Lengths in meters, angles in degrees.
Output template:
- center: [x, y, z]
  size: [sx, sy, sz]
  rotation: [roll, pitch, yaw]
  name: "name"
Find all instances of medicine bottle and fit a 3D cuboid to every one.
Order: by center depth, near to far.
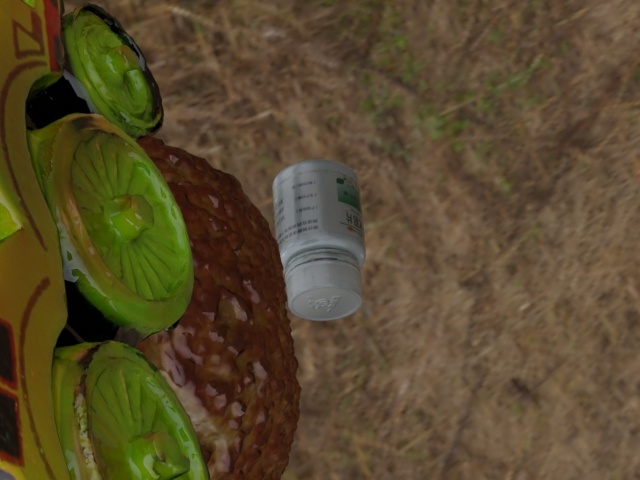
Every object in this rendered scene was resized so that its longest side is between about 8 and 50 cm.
- center: [0.000, 0.000, 1.413]
  size: [0.080, 0.080, 0.130]
  rotation: [-39, 46, 43]
  name: "medicine bottle"

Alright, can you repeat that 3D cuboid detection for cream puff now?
- center: [-0.164, 0.100, 1.017]
  size: [0.228, 0.350, 0.350]
  rotation: [-125, 27, -68]
  name: "cream puff"

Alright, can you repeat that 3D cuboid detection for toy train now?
- center: [-0.118, -0.002, 0.532]
  size: [0.100, 0.160, 0.296]
  rotation: [-28, 50, 19]
  name: "toy train"
